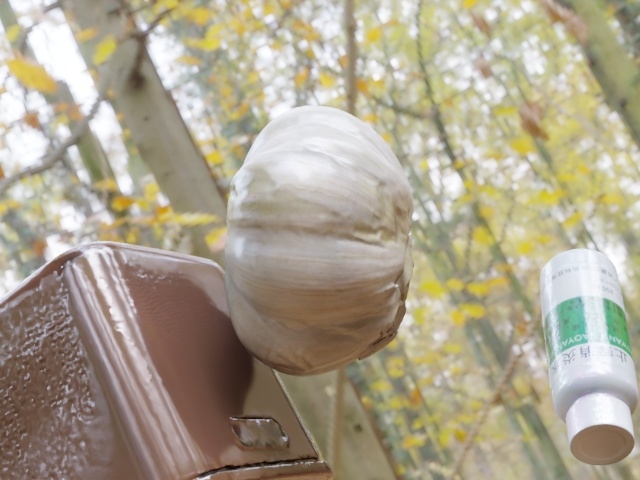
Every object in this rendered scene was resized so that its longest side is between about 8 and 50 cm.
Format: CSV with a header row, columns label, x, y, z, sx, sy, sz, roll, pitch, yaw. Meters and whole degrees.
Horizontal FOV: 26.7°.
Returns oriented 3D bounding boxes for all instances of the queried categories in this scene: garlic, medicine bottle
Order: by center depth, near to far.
label,x,y,z,sx,sy,sz,roll,pitch,yaw
garlic,0.000,0.004,1.093,0.152,0.228,0.228,-1,-22,3
medicine bottle,0.296,0.126,1.487,0.095,0.260,0.095,1,-47,1

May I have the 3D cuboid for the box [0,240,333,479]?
label,x,y,z,sx,sy,sz,roll,pitch,yaw
box,-0.203,0.181,1.148,0.339,0.229,0.239,-34,-22,21
